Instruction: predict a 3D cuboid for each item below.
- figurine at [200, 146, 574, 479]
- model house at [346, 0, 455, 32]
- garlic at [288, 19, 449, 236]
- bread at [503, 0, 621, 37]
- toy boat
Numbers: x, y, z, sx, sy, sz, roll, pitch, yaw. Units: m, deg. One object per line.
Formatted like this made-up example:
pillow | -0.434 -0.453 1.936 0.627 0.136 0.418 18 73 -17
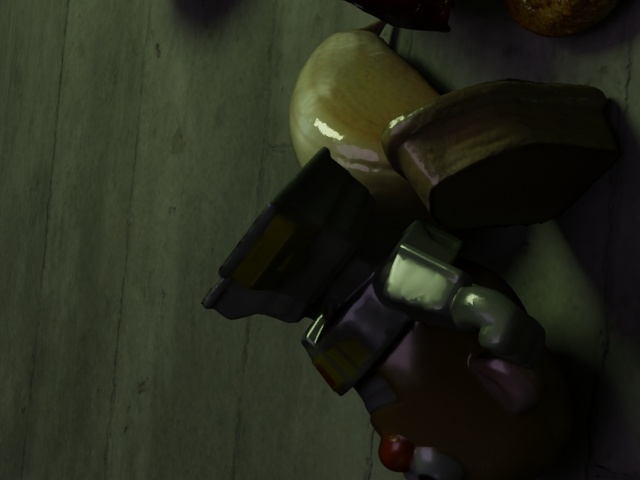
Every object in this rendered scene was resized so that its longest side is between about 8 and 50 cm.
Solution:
figurine | 0.065 0.074 1.198 0.167 0.285 0.342 -52 1 4
model house | 0.054 -0.318 1.294 0.196 0.160 0.254 -101 24 -71
garlic | 0.053 -0.094 1.360 0.164 0.145 0.245 -38 46 6
bread | 0.183 -0.249 1.230 0.193 0.064 0.193 -7 81 58
toy boat | 0.128 -0.061 1.173 0.116 0.188 0.061 -47 57 41
